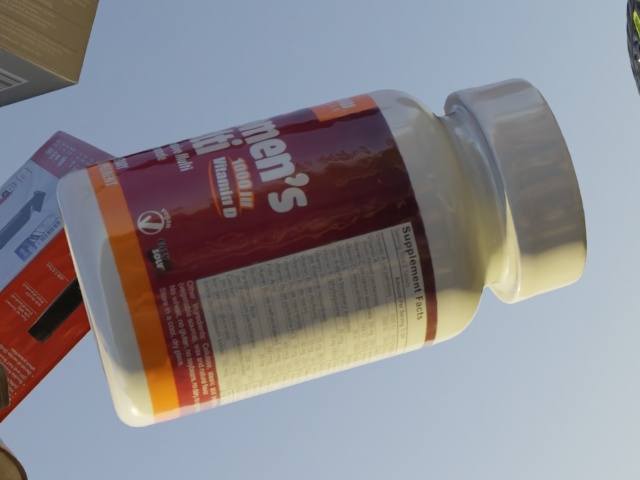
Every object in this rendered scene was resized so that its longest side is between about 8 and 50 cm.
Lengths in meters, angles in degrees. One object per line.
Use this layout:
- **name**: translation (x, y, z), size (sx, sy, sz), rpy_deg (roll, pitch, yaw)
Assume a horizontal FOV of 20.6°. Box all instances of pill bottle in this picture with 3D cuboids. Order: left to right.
- **pill bottle**: translation (0.000, 0.000, 0.805), size (0.121, 0.221, 0.121), rpy_deg (164, 90, -81)

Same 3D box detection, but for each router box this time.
- **router box**: translation (-0.286, 0.045, 1.603), size (0.301, 0.335, 0.082), rpy_deg (-46, -71, -7)

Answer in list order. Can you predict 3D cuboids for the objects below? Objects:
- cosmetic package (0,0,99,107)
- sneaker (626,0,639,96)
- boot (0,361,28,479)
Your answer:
- **cosmetic package**: translation (-0.238, -0.236, 1.413), size (0.107, 0.127, 0.238), rpy_deg (24, -114, -38)
- **sneaker**: translation (0.296, -0.194, 1.102), size (0.385, 0.147, 0.145), rpy_deg (101, 160, -49)
- **boot**: translation (-0.183, 0.108, 0.817), size (0.087, 0.042, 0.118), rpy_deg (-19, -66, -32)
